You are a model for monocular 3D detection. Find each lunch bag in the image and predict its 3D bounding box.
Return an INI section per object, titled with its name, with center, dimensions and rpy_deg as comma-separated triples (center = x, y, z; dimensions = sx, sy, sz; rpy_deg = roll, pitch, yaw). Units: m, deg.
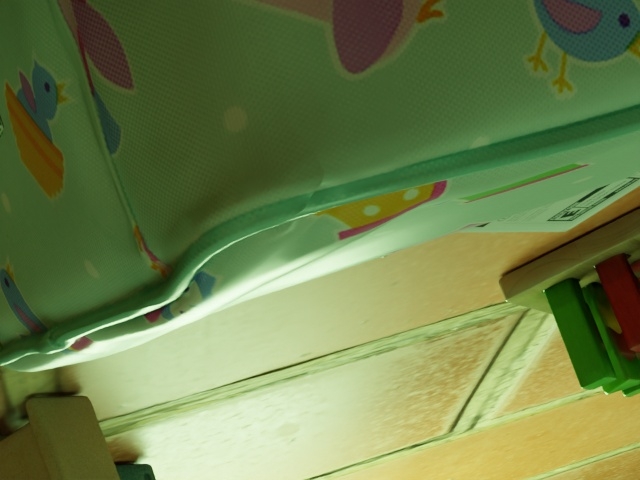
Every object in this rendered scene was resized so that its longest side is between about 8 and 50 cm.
[lunch bag]
center = 0.009, -0.048, 0.485
dimensions = 0.224, 0.108, 0.279
rpy_deg = -19, 179, -26

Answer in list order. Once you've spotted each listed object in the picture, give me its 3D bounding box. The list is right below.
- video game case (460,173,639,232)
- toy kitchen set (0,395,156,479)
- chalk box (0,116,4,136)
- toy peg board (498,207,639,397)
[video game case]
center = 0.124, -0.054, 0.794
dimensions = 0.173, 0.022, 0.190
rpy_deg = -1, 155, -45
[toy kitchen set]
center = -0.126, 0.175, 1.021
dimensions = 0.166, 0.122, 0.207
rpy_deg = -32, 158, 32
[chalk box]
center = -0.192, -0.048, 0.314
dimensions = 0.213, 0.132, 0.132
rpy_deg = 0, 153, -46
[toy peg board]
center = 0.218, 0.034, 1.043
dimensions = 0.160, 0.079, 0.161
rpy_deg = -28, 160, 23
